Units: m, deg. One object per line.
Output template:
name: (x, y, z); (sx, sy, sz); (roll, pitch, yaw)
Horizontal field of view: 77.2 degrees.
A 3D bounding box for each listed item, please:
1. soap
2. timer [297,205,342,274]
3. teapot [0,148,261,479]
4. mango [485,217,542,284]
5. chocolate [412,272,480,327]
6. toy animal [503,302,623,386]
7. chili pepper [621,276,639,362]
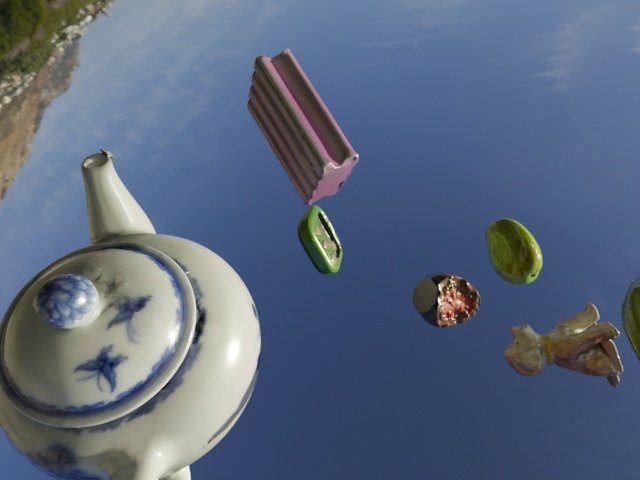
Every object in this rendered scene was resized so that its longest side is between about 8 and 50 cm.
soap: (-0.034, -0.167, 0.608); (0.065, 0.122, 0.203); (-27, -100, -23)
timer: (0.000, 0.000, 0.866); (0.047, 0.140, 0.128); (-21, -157, 21)
teapot: (-0.188, 0.102, 0.396); (0.252, 0.280, 0.424); (-15, -116, -11)
mango: (0.455, 0.025, 0.950); (0.089, 0.163, 0.117); (-15, 174, -23)
chocolate: (0.289, 0.138, 0.907); (0.124, 0.133, 0.127); (-53, -160, 32)
toy animal: (0.460, 0.235, 0.767); (0.185, 0.184, 0.104); (-23, -163, 10)
chili pepper: (0.360, 0.089, 0.442); (0.208, 0.049, 0.043); (-41, -177, -39)
